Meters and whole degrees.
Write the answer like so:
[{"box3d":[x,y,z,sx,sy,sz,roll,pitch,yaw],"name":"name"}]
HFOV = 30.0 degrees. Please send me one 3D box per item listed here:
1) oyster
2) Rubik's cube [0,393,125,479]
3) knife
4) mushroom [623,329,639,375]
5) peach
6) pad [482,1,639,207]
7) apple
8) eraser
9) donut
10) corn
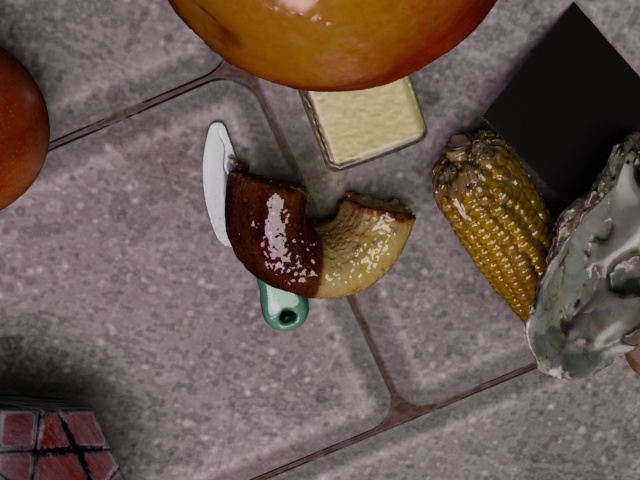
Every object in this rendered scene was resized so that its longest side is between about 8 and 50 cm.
[{"box3d":[0.296,0.016,1.280,0.199,0.087,0.252,-11,89,-12],"name":"oyster"},{"box3d":[-0.357,0.307,1.315,0.264,0.319,0.319,31,109,8],"name":"Rubik's cube"},{"box3d":[-0.084,-0.010,1.341,0.063,0.034,0.260,-23,110,4],"name":"knife"},{"box3d":[0.432,0.094,1.368,0.206,0.206,0.209,-4,116,-6],"name":"mushroom"},{"box3d":[0.007,-0.311,1.069,0.373,0.290,0.372,-1,113,-2],"name":"peach"},{"box3d":[0.304,-0.117,1.324,0.245,0.006,0.170,42,81,-23],"name":"pad"},{"box3d":[-0.389,-0.103,1.173,0.235,0.173,0.210,-30,115,7],"name":"apple"},{"box3d":[0.033,-0.170,1.264,0.117,0.058,0.172,-21,116,1],"name":"eraser"},{"box3d":[0.002,0.000,1.305,0.217,0.085,0.141,7,100,-18],"name":"donut"},{"box3d":[0.225,0.009,1.348,0.115,0.115,0.318,-34,115,8],"name":"corn"}]
